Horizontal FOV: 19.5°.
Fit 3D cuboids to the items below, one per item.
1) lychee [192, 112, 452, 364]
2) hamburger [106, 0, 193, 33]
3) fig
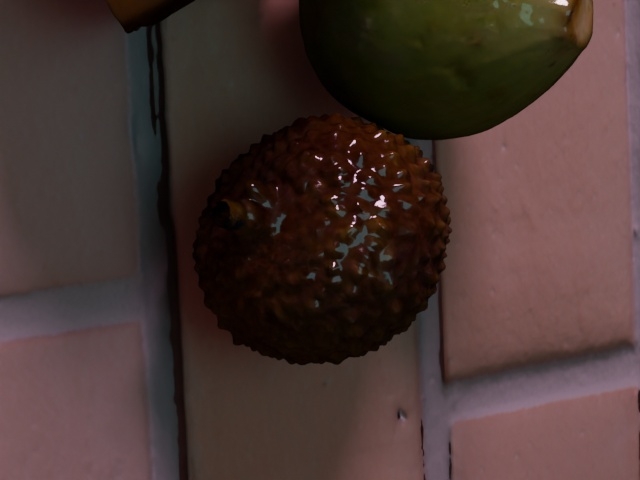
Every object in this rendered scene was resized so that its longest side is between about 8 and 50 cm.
[{"bbox_3d":[0.000,0.000,1.399,0.238,0.200,0.200,18,81,-57],"label":"lychee"},{"bbox_3d":[-0.081,-0.297,1.286,0.276,0.276,0.237,-36,100,-32],"label":"hamburger"},{"bbox_3d":[0.096,-0.170,1.448,0.207,0.230,0.207,-45,158,-24],"label":"fig"}]
